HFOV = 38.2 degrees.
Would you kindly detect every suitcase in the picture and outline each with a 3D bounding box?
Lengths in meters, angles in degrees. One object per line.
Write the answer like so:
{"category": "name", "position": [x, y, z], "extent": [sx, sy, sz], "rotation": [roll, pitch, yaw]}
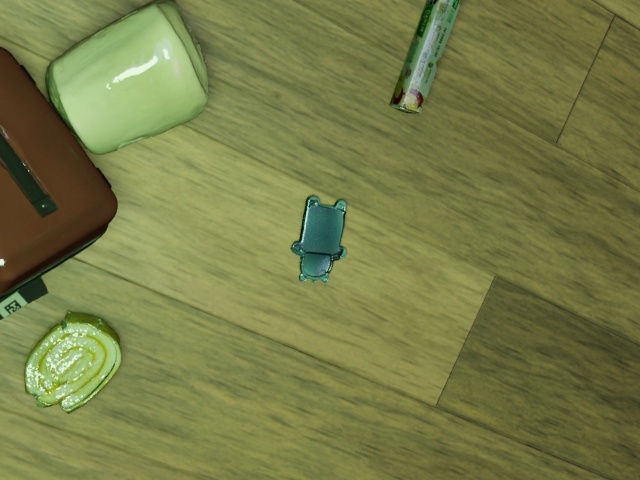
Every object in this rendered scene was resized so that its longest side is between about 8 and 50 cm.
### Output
{"category": "suitcase", "position": [-0.433, -0.085, 1.201], "extent": [0.236, 0.161, 0.297], "rotation": [-39, 94, -39]}

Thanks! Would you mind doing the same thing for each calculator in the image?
{"category": "calculator", "position": [0.000, 0.000, 1.487], "extent": [0.094, 0.019, 0.141], "rotation": [7, 97, -18]}

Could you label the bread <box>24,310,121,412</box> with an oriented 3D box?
{"category": "bread", "position": [-0.370, 0.183, 1.372], "extent": [0.156, 0.064, 0.117], "rotation": [-46, 103, -6]}

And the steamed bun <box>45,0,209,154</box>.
{"category": "steamed bun", "position": [-0.268, -0.219, 1.295], "extent": [0.226, 0.200, 0.170], "rotation": [-28, 115, 1]}

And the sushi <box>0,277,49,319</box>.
{"category": "sushi", "position": [-0.508, 0.067, 1.292], "extent": [0.210, 0.040, 0.192], "rotation": [-28, 126, -13]}

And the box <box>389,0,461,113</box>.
{"category": "box", "position": [0.168, -0.304, 1.481], "extent": [0.041, 0.050, 0.207], "rotation": [20, 91, -20]}
